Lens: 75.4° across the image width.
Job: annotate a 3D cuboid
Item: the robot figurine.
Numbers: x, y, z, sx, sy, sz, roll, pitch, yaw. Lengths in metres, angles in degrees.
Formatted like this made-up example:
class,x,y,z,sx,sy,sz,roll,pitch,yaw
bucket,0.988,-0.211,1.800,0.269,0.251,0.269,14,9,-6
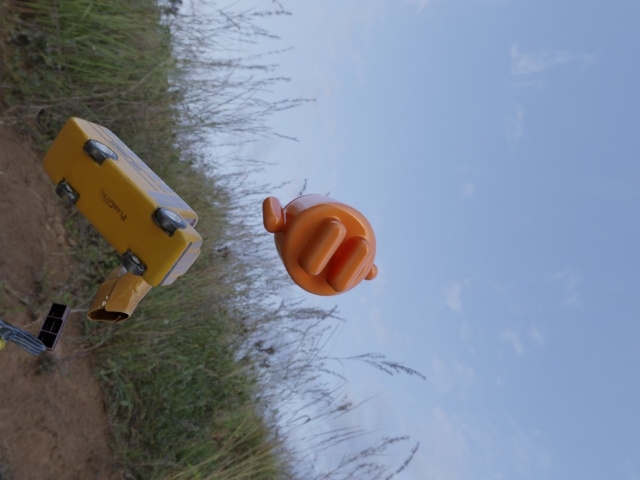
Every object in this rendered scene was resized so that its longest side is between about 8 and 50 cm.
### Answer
class,x,y,z,sx,sy,sz,roll,pitch,yaw
robot figurine,-0.001,-0.002,0.587,0.219,0.158,0.128,-137,-138,-73

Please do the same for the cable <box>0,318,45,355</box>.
class,x,y,z,sx,sy,sz,roll,pitch,yaw
cable,-0.763,0.223,0.980,0.139,0.072,0.287,39,-27,3

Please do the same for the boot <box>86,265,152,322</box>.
class,x,y,z,sx,sy,sz,roll,pitch,yaw
boot,-0.552,0.149,1.278,0.211,0.295,0.104,-97,171,-51

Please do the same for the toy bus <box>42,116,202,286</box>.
class,x,y,z,sx,sy,sz,roll,pitch,yaw
toy bus,-0.333,-0.069,0.715,0.332,0.130,0.108,42,-81,13

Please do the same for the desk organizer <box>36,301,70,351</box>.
class,x,y,z,sx,sy,sz,roll,pitch,yaw
desk organizer,-0.785,0.252,1.214,0.050,0.047,0.130,131,-29,-55
